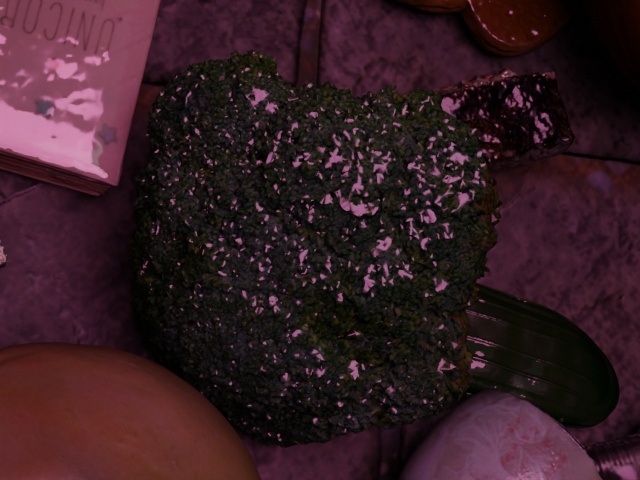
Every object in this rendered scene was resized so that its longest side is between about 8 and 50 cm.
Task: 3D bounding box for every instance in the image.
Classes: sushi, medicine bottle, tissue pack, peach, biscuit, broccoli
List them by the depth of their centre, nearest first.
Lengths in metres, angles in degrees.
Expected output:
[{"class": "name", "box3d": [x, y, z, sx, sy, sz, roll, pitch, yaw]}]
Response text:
[{"class": "peach", "box3d": [-0.182, 0.209, 1.029, 0.292, 0.247, 0.292, 0, 90, 6]}, {"class": "broccoli", "box3d": [0.000, 0.000, 1.144, 0.275, 0.308, 0.308, -27, 88, -48]}, {"class": "medicine bottle", "box3d": [0.123, 0.207, 1.186, 0.143, 0.147, 0.147, -42, 94, -20]}, {"class": "tissue pack", "box3d": [-0.203, -0.209, 1.199, 0.170, 0.071, 0.325, 16, 74, -18]}, {"class": "sushi", "box3d": [0.129, -0.094, 1.287, 0.150, 0.090, 0.078, -14, 87, -24]}, {"class": "biscuit", "box3d": [0.111, -0.288, 1.347, 0.208, 0.041, 0.290, -34, 91, -25]}]

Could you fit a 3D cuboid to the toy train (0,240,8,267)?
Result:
[{"class": "toy train", "box3d": [-0.314, 0.030, 1.113, 0.202, 0.060, 0.081, -25, 95, -23]}]

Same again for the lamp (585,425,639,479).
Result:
[{"class": "lamp", "box3d": [0.380, 0.180, 1.294, 0.314, 0.182, 0.182, -29, 89, -3]}]

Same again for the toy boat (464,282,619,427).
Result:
[{"class": "toy boat", "box3d": [0.153, 0.091, 1.274, 0.210, 0.052, 0.104, 19, 55, -17]}]

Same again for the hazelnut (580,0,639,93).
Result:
[{"class": "hazelnut", "box3d": [0.345, -0.276, 1.286, 0.315, 0.372, 0.372, 18, 66, 29]}]
